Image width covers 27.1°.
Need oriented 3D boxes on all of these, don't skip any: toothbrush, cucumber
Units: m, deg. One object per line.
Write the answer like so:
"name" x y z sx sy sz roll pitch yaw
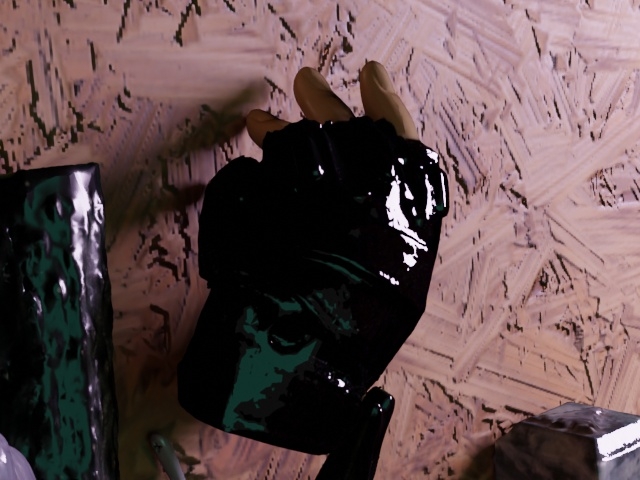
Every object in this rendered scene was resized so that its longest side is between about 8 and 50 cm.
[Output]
"toothbrush" -0.063 0.153 0.714 0.131 0.011 0.013 67 31 -26
"cucumber" -0.122 0.070 0.606 0.078 0.062 0.211 -2 97 -44
"cucumber" 0.008 0.141 0.730 0.135 0.034 0.033 -59 176 22

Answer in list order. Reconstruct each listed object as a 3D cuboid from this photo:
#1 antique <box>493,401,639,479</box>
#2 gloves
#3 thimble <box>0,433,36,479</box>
"antique" 0.178 0.205 0.907 0.086 0.088 0.183 -12 104 -44
"gloves" 0.000 0.000 0.693 0.164 0.124 0.203 25 85 -62
"thimble" -0.220 0.083 0.411 0.236 0.205 0.172 50 62 -37
